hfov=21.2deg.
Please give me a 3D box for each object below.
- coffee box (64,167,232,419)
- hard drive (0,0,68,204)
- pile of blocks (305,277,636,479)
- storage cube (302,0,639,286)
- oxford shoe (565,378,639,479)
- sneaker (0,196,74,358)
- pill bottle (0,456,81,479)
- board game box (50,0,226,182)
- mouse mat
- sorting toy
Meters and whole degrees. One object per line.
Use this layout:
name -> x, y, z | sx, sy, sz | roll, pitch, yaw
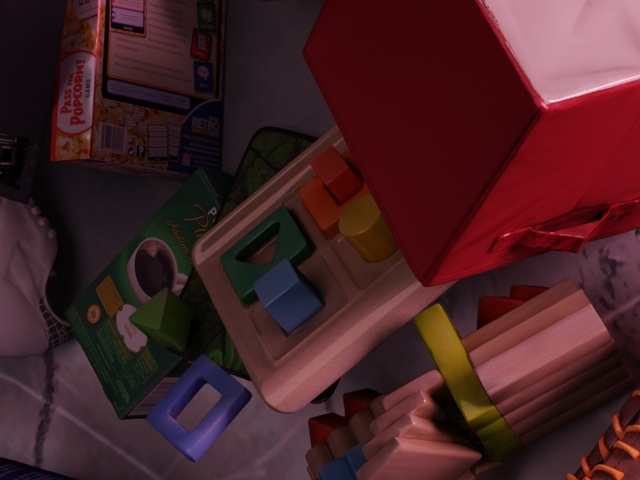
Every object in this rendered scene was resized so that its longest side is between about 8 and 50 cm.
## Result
coffee box -> -0.114, 0.044, 1.339 | 0.184, 0.040, 0.113 | -46, 60, 25
hard drive -> -0.238, -0.174, 1.291 | 0.172, 0.054, 0.254 | -120, 38, -47
pile of blocks -> 0.043, 0.129, 1.143 | 0.362, 0.149, 0.112 | -44, 55, 24
storage cube -> 0.129, -0.114, 1.035 | 0.215, 0.184, 0.193 | 64, 152, 23
oxford shoe -> 0.212, 0.131, 0.996 | 0.130, 0.133, 0.363 | 177, 99, -79
sneaker -> -0.273, -0.016, 1.425 | 0.090, 0.095, 0.235 | 152, 106, -71
pill bottle -> -0.235, 0.253, 1.339 | 0.265, 0.153, 0.153 | 9, 91, 37
board game box -> -0.135, -0.148, 1.309 | 0.045, 0.147, 0.193 | -1, 84, 37
mouse mat -> -0.021, 0.013, 1.246 | 0.153, 0.007, 0.189 | 17, 78, 30
sorting toy -> 0.000, 0.000, 1.181 | 0.348, 0.047, 0.196 | -40, 39, 5
